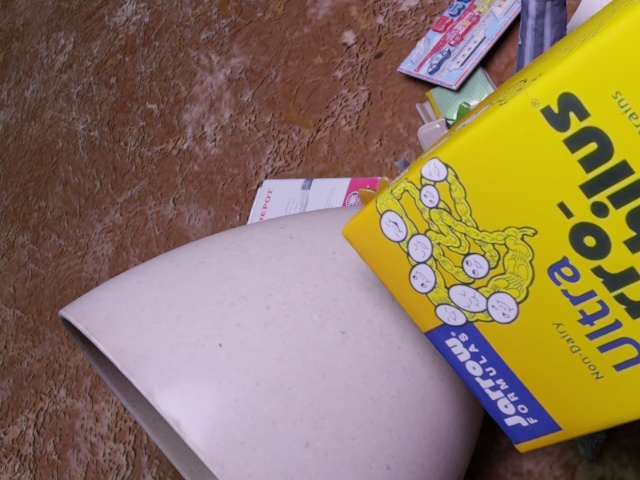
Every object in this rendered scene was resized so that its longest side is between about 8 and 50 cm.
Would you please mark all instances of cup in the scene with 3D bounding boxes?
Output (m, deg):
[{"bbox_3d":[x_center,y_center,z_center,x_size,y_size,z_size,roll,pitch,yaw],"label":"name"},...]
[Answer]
[{"bbox_3d":[-0.003,0.109,0.760,0.237,0.331,0.331,-40,42,-18],"label":"cup"}]

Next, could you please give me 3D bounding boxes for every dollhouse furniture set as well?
[{"bbox_3d":[0.134,-0.115,0.916,0.076,0.058,0.151,-36,49,18],"label":"dollhouse furniture set"}]

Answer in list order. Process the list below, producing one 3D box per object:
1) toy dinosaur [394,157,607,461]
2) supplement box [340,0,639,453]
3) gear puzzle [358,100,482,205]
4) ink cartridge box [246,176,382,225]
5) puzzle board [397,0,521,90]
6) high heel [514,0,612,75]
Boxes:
[{"bbox_3d":[0.160,0.032,0.745,0.064,0.118,0.268,-33,92,30],"label":"toy dinosaur"},{"bbox_3d":[0.213,-0.047,0.547,0.195,0.194,0.356,-41,3,-39],"label":"supplement box"},{"bbox_3d":[0.177,-0.045,0.804,0.339,0.175,0.044,-20,10,29],"label":"gear puzzle"},{"bbox_3d":[0.000,0.000,0.956,0.150,0.063,0.109,2,67,40],"label":"ink cartridge box"},{"bbox_3d":[0.142,-0.209,0.976,0.128,0.011,0.096,-51,36,-5],"label":"puzzle board"},{"bbox_3d":[0.275,-0.170,0.840,0.261,0.186,0.093,-20,45,-14],"label":"high heel"}]
